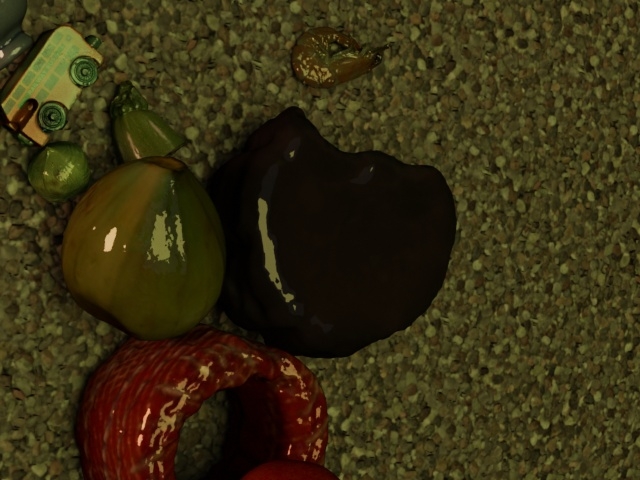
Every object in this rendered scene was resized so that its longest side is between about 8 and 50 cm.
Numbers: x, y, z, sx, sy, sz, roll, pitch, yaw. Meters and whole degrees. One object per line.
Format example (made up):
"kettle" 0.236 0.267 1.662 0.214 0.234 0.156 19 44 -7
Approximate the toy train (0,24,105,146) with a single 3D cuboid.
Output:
"toy train" -0.386 -0.223 1.863 0.099 0.072 0.188 36 76 -21

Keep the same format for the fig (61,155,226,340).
"fig" -0.238 0.002 1.849 0.239 0.239 0.271 0 132 -30

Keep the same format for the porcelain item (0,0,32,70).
"porcelain item" -0.492 -0.346 1.755 0.141 0.141 0.259 -44 106 -20

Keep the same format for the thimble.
"thimble" -0.176 0.296 1.935 0.350 0.230 0.350 -3 97 -32

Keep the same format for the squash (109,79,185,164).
"squash" -0.274 -0.167 1.929 0.105 0.105 0.132 -35 96 -23

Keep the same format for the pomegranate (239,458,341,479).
"pomegranate" -0.055 0.419 1.766 0.221 0.221 0.257 35 86 -28

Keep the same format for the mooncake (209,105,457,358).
"mooncake" 0.000 0.000 2.017 0.381 0.212 0.350 36 64 -24

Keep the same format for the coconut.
"coconut" -0.372 -0.100 1.867 0.088 0.088 0.096 -47 146 -19

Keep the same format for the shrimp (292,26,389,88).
"shrimp" 0.031 -0.300 2.125 0.180 0.041 0.099 -15 87 -27
